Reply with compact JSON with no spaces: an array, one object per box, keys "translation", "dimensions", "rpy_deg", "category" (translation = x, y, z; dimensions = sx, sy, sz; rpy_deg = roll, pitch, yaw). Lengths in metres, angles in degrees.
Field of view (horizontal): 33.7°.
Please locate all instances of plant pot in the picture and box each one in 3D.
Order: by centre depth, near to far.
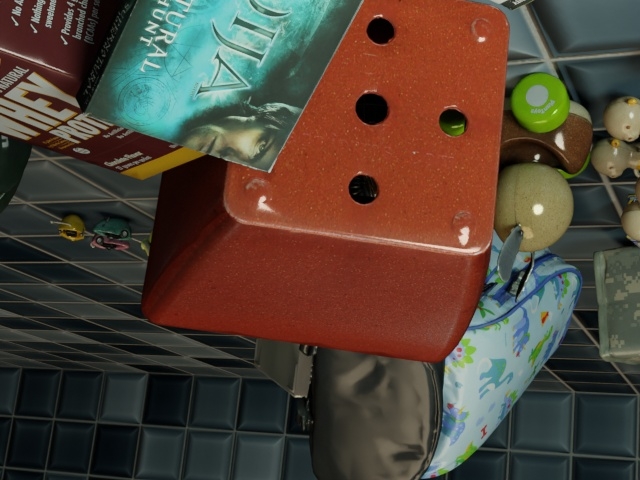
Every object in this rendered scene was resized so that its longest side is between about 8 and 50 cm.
[{"translation":[0.014,-0.063,0.806],"dimensions":[0.267,0.267,0.236],"rpy_deg":[9,168,-8],"category":"plant pot"}]

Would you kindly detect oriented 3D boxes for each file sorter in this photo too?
[{"translation":[0.022,0.111,1.518],"dimensions":[0.173,0.192,0.278],"rpy_deg":[6,180,-14],"category":"file sorter"}]

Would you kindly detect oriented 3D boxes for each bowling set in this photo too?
[{"translation":[0.327,-0.045,0.943],"dimensions":[0.154,0.199,0.287],"rpy_deg":[5,161,10],"category":"bowling set"}]

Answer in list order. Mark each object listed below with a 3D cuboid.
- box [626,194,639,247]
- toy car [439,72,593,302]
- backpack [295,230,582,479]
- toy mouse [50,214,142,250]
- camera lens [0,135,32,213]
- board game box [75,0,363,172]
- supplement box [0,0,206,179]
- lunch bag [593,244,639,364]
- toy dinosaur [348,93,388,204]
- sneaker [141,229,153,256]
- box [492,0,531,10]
[{"translation":[0.444,-0.026,1.216],"dimensions":[0.169,0.054,0.059],"rpy_deg":[-5,162,34],"category":"box"},{"translation":[0.180,-0.041,1.005],"dimensions":[0.149,0.188,0.155],"rpy_deg":[-1,163,23],"category":"toy car"},{"translation":[0.153,0.106,1.263],"dimensions":[0.273,0.355,0.290],"rpy_deg":[14,123,15],"category":"backpack"},{"translation":[-0.323,-0.012,1.609],"dimensions":[0.143,0.031,0.161],"rpy_deg":[7,165,-2],"category":"toy mouse"},{"translation":[-0.396,-0.118,0.887],"dimensions":[0.274,0.219,0.219],"rpy_deg":[4,165,7],"category":"camera lens"},{"translation":[-0.040,-0.135,0.587],"dimensions":[0.126,0.186,0.026],"rpy_deg":[15,-155,-34],"category":"board game box"},{"translation":[-0.153,-0.164,0.673],"dimensions":[0.194,0.191,0.129],"rpy_deg":[18,161,-35],"category":"supplement box"},{"translation":[0.525,0.091,1.415],"dimensions":[0.235,0.168,0.287],"rpy_deg":[-9,167,34],"category":"lunch bag"},{"translation":[-0.016,-0.076,1.060],"dimensions":[0.322,0.164,0.218],"rpy_deg":[-10,-169,-28],"category":"toy dinosaur"},{"translation":[-0.182,0.022,1.560],"dimensions":[0.147,0.145,0.385],"rpy_deg":[40,162,-5],"category":"sneaker"},{"translation":[0.062,-0.217,0.650],"dimensions":[0.232,0.058,0.087],"rpy_deg":[16,163,-31],"category":"box"}]
